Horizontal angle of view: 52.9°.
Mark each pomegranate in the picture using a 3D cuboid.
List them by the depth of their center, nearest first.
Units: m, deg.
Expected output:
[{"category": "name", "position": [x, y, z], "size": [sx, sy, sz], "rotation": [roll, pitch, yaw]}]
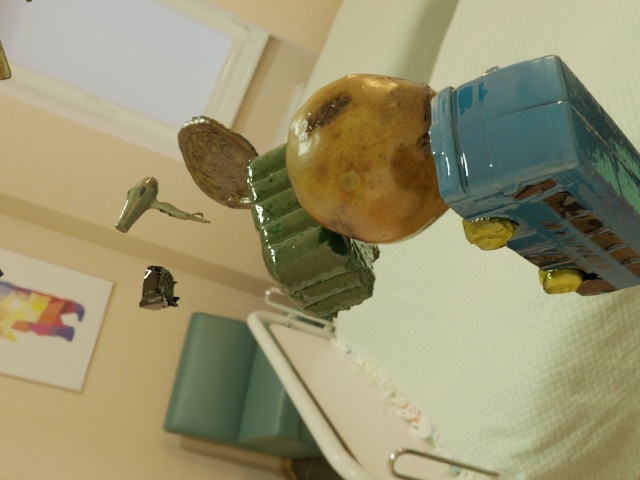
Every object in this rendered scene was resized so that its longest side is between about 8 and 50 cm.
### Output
[{"category": "pomegranate", "position": [0.078, -0.118, 0.921], "size": [0.260, 0.261, 0.260], "rotation": [-50, 29, 41]}]

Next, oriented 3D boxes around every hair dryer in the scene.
[{"category": "hair dryer", "position": [-0.387, -0.051, 1.524], "size": [0.167, 0.199, 0.067], "rotation": [-52, -5, -37]}]

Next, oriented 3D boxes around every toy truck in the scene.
[{"category": "toy truck", "position": [0.276, -0.056, 0.733], "size": [0.162, 0.385, 0.161], "rotation": [-22, 57, 37]}]

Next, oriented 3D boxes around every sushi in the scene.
[{"category": "sushi", "position": [-0.340, 0.103, 1.364], "size": [0.056, 0.085, 0.083], "rotation": [-16, 71, 15]}]

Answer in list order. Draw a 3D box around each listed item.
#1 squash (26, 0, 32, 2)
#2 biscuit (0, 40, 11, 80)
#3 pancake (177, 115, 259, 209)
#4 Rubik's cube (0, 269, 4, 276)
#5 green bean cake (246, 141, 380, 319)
[{"category": "squash", "position": [-0.574, -0.437, 0.892], "size": [0.107, 0.395, 0.107], "rotation": [-62, -3, -5]}, {"category": "biscuit", "position": [-0.841, -0.503, 1.639], "size": [0.056, 0.052, 0.187], "rotation": [-76, -21, -66]}, {"category": "pancake", "position": [-0.206, -0.160, 1.376], "size": [0.031, 0.250, 0.250], "rotation": [-53, 10, -33]}, {"category": "Rubik's cube", "position": [-0.752, 0.051, 1.370], "size": [0.092, 0.092, 0.092], "rotation": [-40, -17, -22]}, {"category": "green bean cake", "position": [0.000, 0.000, 1.190], "size": [0.169, 0.300, 0.307], "rotation": [-25, 52, 12]}]
